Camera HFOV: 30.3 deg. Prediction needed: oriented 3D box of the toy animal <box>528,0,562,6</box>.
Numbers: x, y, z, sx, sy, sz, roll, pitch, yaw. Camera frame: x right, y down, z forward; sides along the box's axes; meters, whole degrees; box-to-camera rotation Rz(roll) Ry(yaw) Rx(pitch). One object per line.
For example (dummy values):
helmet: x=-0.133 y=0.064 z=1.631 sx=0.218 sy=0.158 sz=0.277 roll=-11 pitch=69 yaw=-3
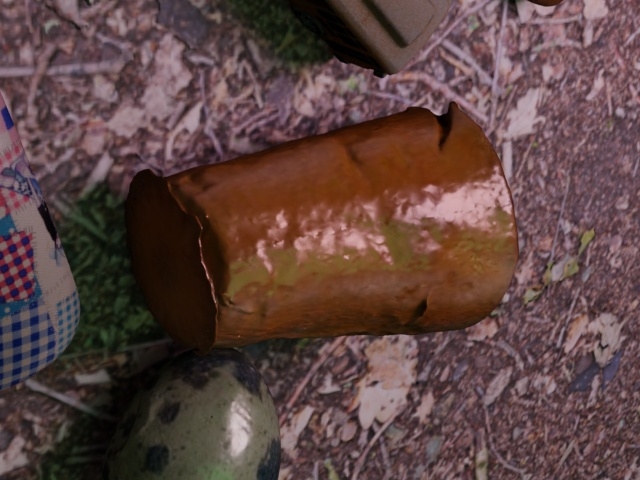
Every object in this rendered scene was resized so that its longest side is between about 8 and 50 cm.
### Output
toy animal: x=0.203 y=-0.293 z=1.016 sx=0.179 sy=0.089 sz=0.188 roll=-5 pitch=120 yaw=-20

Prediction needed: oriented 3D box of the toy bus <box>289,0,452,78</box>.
toy bus: x=0.017 y=-0.209 z=0.890 sx=0.091 sy=0.103 sz=0.182 roll=-52 pitch=132 yaw=-6

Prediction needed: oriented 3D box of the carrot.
carrot: x=0.000 y=0.000 z=0.920 sx=0.254 sy=0.196 sz=0.196 roll=-12 pitch=117 yaw=-33

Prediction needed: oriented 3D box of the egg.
egg: x=-0.100 y=0.173 z=0.952 sx=0.141 sy=0.141 sz=0.181 roll=19 pitch=90 yaw=-41

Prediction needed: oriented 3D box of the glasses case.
glasses case: x=-0.256 y=-0.035 z=0.778 sx=0.125 sy=0.076 sz=0.327 roll=-29 pitch=125 yaw=-22
